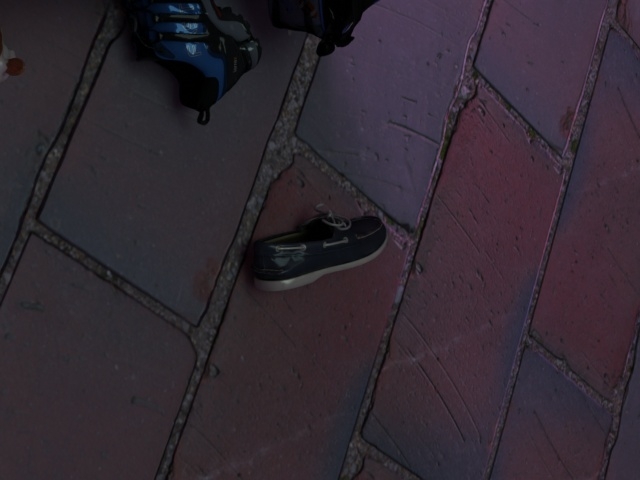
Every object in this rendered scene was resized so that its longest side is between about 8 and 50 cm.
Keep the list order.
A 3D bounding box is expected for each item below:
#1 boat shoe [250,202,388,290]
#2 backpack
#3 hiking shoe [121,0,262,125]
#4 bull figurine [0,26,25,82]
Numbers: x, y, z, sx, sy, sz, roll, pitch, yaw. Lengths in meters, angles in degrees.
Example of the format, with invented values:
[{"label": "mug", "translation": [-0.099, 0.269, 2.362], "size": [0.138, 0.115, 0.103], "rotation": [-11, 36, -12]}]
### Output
[{"label": "boat shoe", "translation": [0.000, 0.000, 2.133], "size": [0.254, 0.095, 0.079], "rotation": [-20, 113, -38]}, {"label": "backpack", "translation": [0.006, -0.440, 2.052], "size": [0.276, 0.213, 0.263], "rotation": [-53, 153, -39]}, {"label": "hiking shoe", "translation": [-0.202, -0.293, 1.914], "size": [0.304, 0.113, 0.132], "rotation": [45, 67, -28]}, {"label": "bull figurine", "translation": [-0.436, -0.298, 1.664], "size": [0.310, 0.101, 0.188], "rotation": [29, 60, -49]}]
